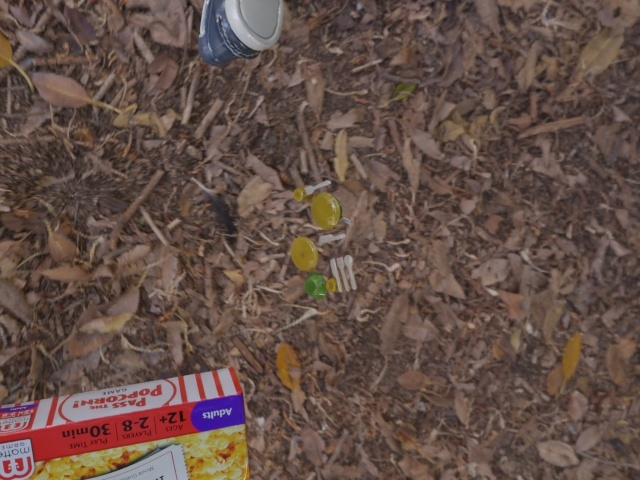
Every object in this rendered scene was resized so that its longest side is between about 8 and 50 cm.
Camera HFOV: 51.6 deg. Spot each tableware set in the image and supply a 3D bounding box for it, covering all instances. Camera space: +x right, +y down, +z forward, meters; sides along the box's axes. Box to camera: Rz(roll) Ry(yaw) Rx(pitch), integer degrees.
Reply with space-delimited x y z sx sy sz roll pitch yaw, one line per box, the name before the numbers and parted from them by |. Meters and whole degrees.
tableware set | 0.000 0.000 0.877 0.024 0.104 0.154 -15 91 -50

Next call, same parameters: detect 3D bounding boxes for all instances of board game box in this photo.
board game box | -0.115 0.188 0.416 0.146 0.045 0.194 -7 103 -15

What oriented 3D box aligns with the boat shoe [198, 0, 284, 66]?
boat shoe | -0.079 -0.290 0.720 0.095 0.079 0.255 34 49 -43
